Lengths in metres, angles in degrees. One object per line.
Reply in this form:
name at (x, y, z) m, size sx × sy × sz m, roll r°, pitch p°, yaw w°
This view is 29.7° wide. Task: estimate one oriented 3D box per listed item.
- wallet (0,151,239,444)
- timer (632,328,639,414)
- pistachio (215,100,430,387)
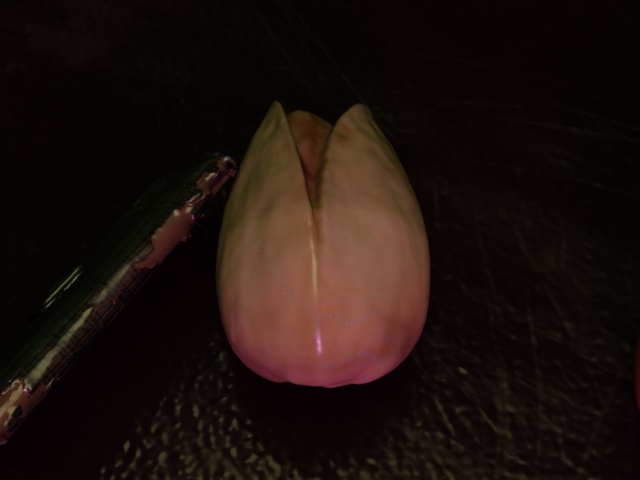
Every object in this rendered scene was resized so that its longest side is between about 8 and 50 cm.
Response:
wallet at (-0.204, 0.050, 1.054) m, size 0.044 × 0.169 × 0.317 m, roll 45°, pitch 64°, yaw -15°
timer at (0.374, 0.099, 0.970) m, size 0.230 × 0.229 × 0.215 m, roll 39°, pitch 70°, yaw 22°
pistachio at (0.000, 0.000, 1.062) m, size 0.188 × 0.187 × 0.299 m, roll -2°, pitch 54°, yaw 0°
